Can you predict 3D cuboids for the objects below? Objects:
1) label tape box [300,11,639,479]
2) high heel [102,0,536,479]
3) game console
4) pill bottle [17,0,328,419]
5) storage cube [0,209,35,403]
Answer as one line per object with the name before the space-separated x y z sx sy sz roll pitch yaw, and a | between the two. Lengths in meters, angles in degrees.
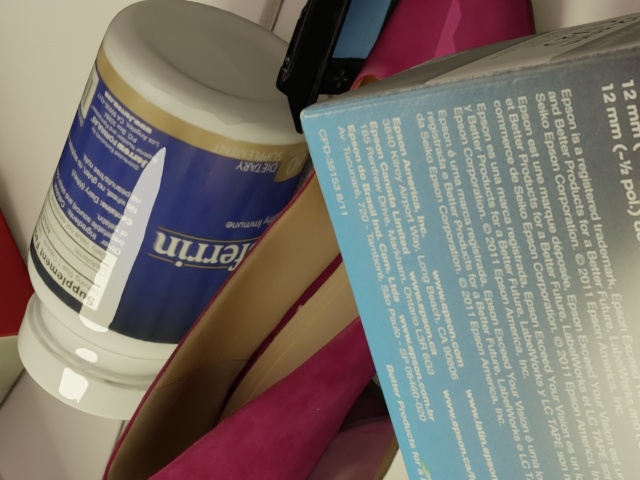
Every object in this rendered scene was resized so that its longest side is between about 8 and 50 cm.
label tape box | 0.165 0.028 0.647 0.347 0.115 0.249 -5 105 50
high heel | 0.000 0.000 0.854 0.127 0.181 0.377 33 116 47
game console | 0.024 -0.129 0.891 0.071 0.107 0.122 40 120 37
pill bottle | -0.109 -0.016 1.021 0.153 0.153 0.265 52 129 39
storage cube | -0.383 0.062 1.333 0.184 0.215 0.193 -50 58 39
